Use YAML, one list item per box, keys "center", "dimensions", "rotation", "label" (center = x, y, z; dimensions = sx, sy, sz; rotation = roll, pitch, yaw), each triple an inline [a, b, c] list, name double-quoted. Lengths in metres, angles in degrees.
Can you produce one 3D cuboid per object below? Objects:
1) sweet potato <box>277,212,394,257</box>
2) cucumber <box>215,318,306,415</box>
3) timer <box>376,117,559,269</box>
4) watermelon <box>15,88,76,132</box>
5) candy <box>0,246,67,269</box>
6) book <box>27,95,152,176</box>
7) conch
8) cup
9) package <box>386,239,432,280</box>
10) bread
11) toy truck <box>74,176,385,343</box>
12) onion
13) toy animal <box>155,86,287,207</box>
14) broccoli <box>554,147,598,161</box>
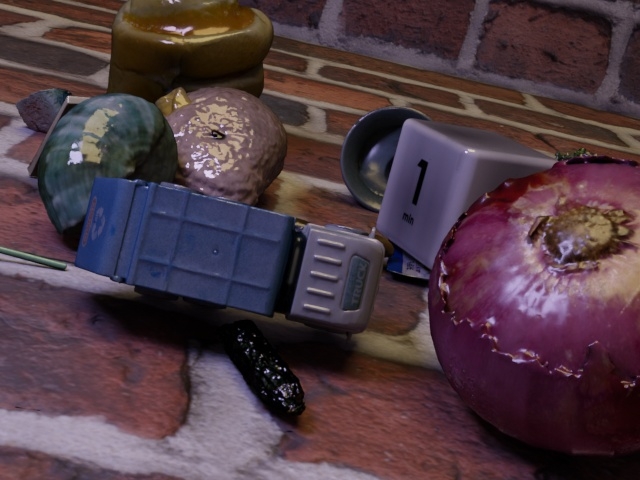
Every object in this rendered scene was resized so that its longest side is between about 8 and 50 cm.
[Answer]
- center: [0.002, 0.003, 1.446]
  dimensions: [0.233, 0.062, 0.081]
  rotation: [9, 28, -8]
  label: "sweet potato"
- center: [-0.063, 0.140, 1.062]
  dimensions: [0.053, 0.053, 0.181]
  rotation: [2, 24, -29]
  label: "cucumber"
- center: [0.228, -0.067, 1.518]
  dimensions: [0.193, 0.194, 0.194]
  rotation: [5, 18, -30]
  label: "timer"
- center: [-0.473, -0.228, 1.773]
  dimensions: [0.094, 0.081, 0.180]
  rotation: [7, -3, 35]
  label: "watermelon"
- center: [-0.414, 0.006, 1.212]
  dimensions: [0.194, 0.062, 0.058]
  rotation: [18, -26, -13]
  label: "candy"
- center: [-0.356, -0.155, 1.493]
  dimensions: [0.139, 0.199, 0.016]
  rotation: [0, 61, -36]
  label: "book"
- center: [-0.303, -0.106, 1.382]
  dimensions: [0.195, 0.220, 0.277]
  rotation: [31, -2, -25]
  label: "conch"
- center: [0.139, -0.144, 1.813]
  dimensions: [0.199, 0.199, 0.150]
  rotation: [15, 1, 4]
  label: "cup"
- center: [0.189, 0.039, 1.523]
  dimensions: [0.173, 0.027, 0.171]
  rotation: [14, 20, 0]
  label: "package"
- center: [-0.243, -0.319, 1.791]
  dimensions: [0.301, 0.341, 0.210]
  rotation: [12, 42, -12]
  label: "bread"
- center: [-0.104, 0.020, 1.157]
  dimensions: [0.368, 0.146, 0.175]
  rotation: [12, -1, -4]
  label: "toy truck"
- center: [0.302, 0.095, 1.104]
  dimensions: [0.359, 0.344, 0.358]
  rotation: [-4, 25, 2]
  label: "onion"
- center: [-0.172, -0.162, 1.603]
  dimensions: [0.227, 0.188, 0.358]
  rotation: [21, 20, 3]
  label: "toy animal"
- center: [0.430, -0.045, 1.813]
  dimensions: [0.275, 0.177, 0.198]
  rotation: [-22, 67, -12]
  label: "broccoli"
